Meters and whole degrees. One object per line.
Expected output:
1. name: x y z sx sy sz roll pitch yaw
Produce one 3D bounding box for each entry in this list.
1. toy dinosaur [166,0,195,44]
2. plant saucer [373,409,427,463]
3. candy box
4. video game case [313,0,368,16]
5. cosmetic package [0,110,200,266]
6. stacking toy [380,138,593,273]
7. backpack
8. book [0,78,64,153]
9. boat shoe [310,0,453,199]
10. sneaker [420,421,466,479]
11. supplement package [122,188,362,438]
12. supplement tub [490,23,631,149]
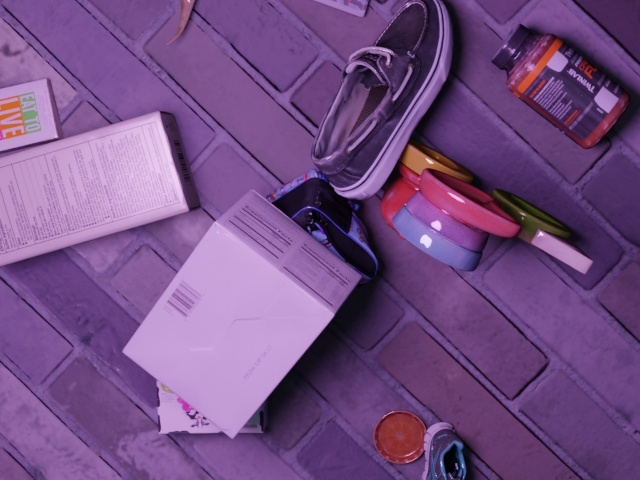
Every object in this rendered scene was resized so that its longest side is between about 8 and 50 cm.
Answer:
1. toy dinosaur: -0.192 -0.385 1.789 0.093 0.053 0.183 -4 87 19
2. plant saucer: 0.124 0.303 1.831 0.084 0.013 0.083 0 94 5
3. candy box: -0.165 0.194 1.813 0.165 0.070 0.196 -2 94 4
4. video game case: 0.004 -0.442 1.724 0.201 0.023 0.183 13 96 -32
5. cosmetic package: -0.355 -0.078 1.784 0.310 0.113 0.160 -15 93 5
6. stacking toy: 0.216 -0.007 1.677 0.280 0.309 0.130 27 104 -9
7. backpack: 0.000 0.000 1.756 0.158 0.117 0.173 -32 123 34
8. book: -0.478 -0.188 1.827 0.144 0.035 0.096 -13 90 6
9. boat shoe: 0.091 -0.223 1.689 0.121 0.119 0.335 8 69 39
10. sneaker: 0.188 0.364 1.794 0.065 0.076 0.166 -4 96 -16
11. supplement package: -0.110 0.101 1.653 0.204 0.145 0.262 39 117 1
12. supplement tub: 0.347 -0.230 1.729 0.198 0.106 0.106 38 96 0
